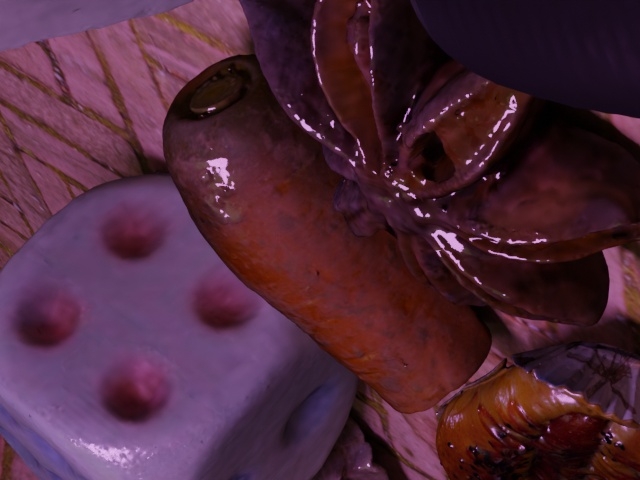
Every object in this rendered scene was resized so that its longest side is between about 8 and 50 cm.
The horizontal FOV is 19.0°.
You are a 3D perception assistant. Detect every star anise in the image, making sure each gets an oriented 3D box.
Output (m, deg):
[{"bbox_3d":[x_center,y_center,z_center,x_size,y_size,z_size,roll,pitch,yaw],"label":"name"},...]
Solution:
[{"bbox_3d":[0.069,-0.059,1.174,0.315,0.108,0.315,40,163,14],"label":"star anise"}]

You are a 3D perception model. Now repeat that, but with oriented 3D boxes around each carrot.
[{"bbox_3d":[0.000,0.000,1.390,0.302,0.139,0.139,53,159,-23],"label":"carrot"}]

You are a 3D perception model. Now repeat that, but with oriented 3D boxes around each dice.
[{"bbox_3d":[-0.142,0.123,1.724,0.268,0.262,0.264,35,159,23],"label":"dice"}]

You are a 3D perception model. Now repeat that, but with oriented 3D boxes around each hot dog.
[{"bbox_3d":[0.176,0.139,1.350,0.162,0.082,0.270,16,160,-9],"label":"hot dog"}]

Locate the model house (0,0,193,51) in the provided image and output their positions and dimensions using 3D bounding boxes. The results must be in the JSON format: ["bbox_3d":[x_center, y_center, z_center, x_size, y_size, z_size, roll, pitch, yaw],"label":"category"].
[{"bbox_3d":[-0.162,-0.274,0.767,0.325,0.194,0.267,63,156,20],"label":"model house"}]

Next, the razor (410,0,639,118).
[{"bbox_3d":[0.115,-0.146,0.667,0.113,0.204,0.349,14,-174,-12],"label":"razor"}]

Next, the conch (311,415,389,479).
[{"bbox_3d":[-0.054,0.261,1.947,0.352,0.210,0.297,38,145,12],"label":"conch"}]
